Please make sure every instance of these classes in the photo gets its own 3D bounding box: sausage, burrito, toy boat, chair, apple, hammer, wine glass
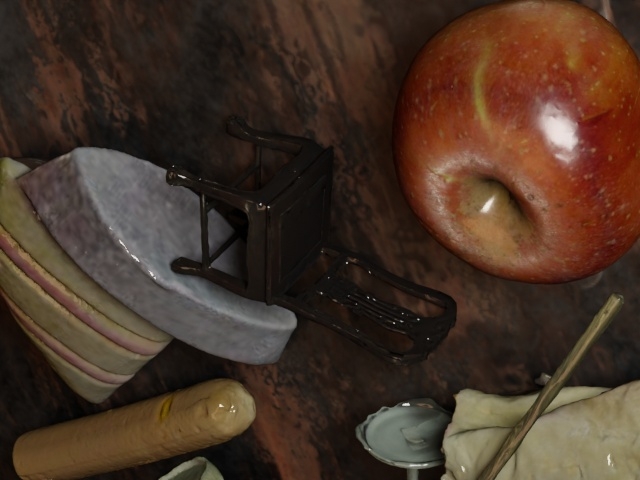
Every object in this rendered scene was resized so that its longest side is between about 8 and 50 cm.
[{"bbox_3d":[-0.175,0.181,1.792,0.301,0.066,0.066,-16,108,40],"label":"sausage"},{"bbox_3d":[0.257,0.185,1.453,0.331,0.135,0.190,-11,104,35],"label":"burrito"},{"bbox_3d":[-0.191,0.036,1.662,0.293,0.111,0.276,-19,123,37],"label":"toy boat"},{"bbox_3d":[0.000,0.000,1.528,0.229,0.106,0.113,20,130,22],"label":"chair"},{"bbox_3d":[0.150,-0.074,1.344,0.201,0.162,0.201,22,140,19],"label":"apple"},{"bbox_3d":[0.144,0.154,1.426,0.058,0.029,0.292,42,114,21],"label":"hammer"},{"bbox_3d":[0.075,0.233,1.623,0.122,0.122,0.183,14,123,27],"label":"wine glass"}]

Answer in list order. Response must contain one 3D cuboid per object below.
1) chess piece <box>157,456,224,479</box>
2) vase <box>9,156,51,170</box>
[{"bbox_3d":[-0.070,0.381,1.789,0.330,0.182,0.182,50,134,-10],"label":"chess piece"},{"bbox_3d":[-0.269,-0.050,1.716,0.100,0.053,0.053,11,124,33],"label":"vase"}]
